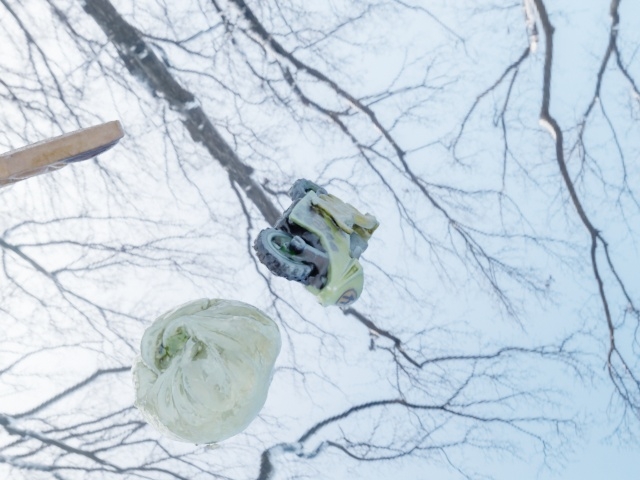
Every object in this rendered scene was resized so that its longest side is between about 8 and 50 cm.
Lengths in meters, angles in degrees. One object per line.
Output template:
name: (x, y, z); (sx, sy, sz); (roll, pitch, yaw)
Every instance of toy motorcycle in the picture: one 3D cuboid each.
toy motorcycle: (0.000, 0.000, 1.420); (0.169, 0.237, 0.410); (-46, -171, 26)

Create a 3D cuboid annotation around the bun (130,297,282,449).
bun: (-0.178, 0.178, 1.021); (0.259, 0.160, 0.259); (-16, -143, 13)

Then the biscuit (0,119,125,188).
biscuit: (-0.314, -0.084, 0.720); (0.280, 0.043, 0.183); (-7, -158, 24)
